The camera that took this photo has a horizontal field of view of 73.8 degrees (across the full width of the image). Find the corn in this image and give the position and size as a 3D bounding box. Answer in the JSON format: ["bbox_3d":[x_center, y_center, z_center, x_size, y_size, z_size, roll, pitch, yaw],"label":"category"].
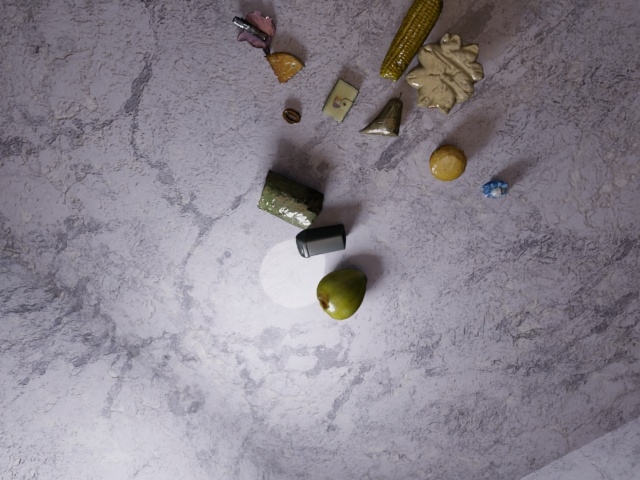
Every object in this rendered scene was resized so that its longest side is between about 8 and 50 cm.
[{"bbox_3d":[0.353,-0.802,1.676,0.120,0.120,0.363,32,114,-4],"label":"corn"}]

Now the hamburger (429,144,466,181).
[{"bbox_3d":[0.547,-0.335,1.831,0.162,0.115,0.162,4,115,8],"label":"hamburger"}]

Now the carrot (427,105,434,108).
[{"bbox_3d":[0.514,-0.580,1.776,0.139,0.048,0.048,-17,108,17],"label":"carrot"}]

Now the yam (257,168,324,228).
[{"bbox_3d":[-0.139,-0.181,1.970,0.300,0.195,0.195,24,113,-1],"label":"yam"}]

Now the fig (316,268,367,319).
[{"bbox_3d":[0.116,0.252,2.079,0.271,0.239,0.239,-35,103,6],"label":"fig"}]

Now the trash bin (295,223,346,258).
[{"bbox_3d":[0.000,0.000,2.028,0.236,0.176,0.101,-11,109,9],"label":"trash bin"}]

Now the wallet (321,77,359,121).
[{"bbox_3d":[0.088,-0.603,1.842,0.110,0.039,0.155,32,113,0],"label":"wallet"}]

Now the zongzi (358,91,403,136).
[{"bbox_3d":[0.258,-0.544,1.824,0.178,0.081,0.188,10,107,16],"label":"zongzi"}]

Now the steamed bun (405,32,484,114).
[{"bbox_3d":[0.487,-0.651,1.694,0.292,0.137,0.295,-9,103,12],"label":"steamed bun"}]

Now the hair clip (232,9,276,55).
[{"bbox_3d":[-0.276,-0.885,1.787,0.187,0.056,0.146,21,117,-12],"label":"hair clip"}]

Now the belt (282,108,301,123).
[{"bbox_3d":[-0.129,-0.552,1.901,0.083,0.036,0.059,29,120,-3],"label":"belt"}]

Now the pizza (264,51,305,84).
[{"bbox_3d":[-0.152,-0.737,1.824,0.178,0.041,0.130,2,118,4],"label":"pizza"}]

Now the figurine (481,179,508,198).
[{"bbox_3d":[0.756,-0.224,1.860,0.114,0.079,0.114,3,157,1],"label":"figurine"}]
